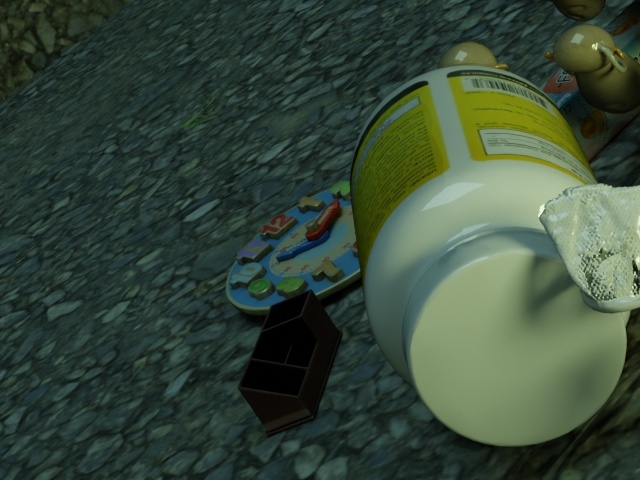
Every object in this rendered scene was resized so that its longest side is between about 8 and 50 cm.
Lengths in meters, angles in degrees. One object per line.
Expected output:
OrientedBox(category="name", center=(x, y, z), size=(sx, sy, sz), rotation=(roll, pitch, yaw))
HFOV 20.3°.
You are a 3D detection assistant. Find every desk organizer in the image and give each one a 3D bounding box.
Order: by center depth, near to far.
OrientedBox(category="desk organizer", center=(-0.025, 0.099, 1.480), size=(0.047, 0.050, 0.130), rotation=(-23, 22, 23))

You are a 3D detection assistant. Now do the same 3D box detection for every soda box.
OrientedBox(category="soda box", center=(0.263, -0.146, 1.605), size=(0.183, 0.063, 0.058), rotation=(-42, 25, -25))

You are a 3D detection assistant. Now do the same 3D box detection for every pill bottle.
OrientedBox(category="pill bottle", center=(0.120, 0.007, 1.287), size=(0.188, 0.188, 0.334), rotation=(-29, 21, 10))

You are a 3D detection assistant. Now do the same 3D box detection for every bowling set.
OrientedBox(category="bowling set", center=(0.233, -0.202, 1.447), size=(0.287, 0.199, 0.154), rotation=(-2, -11, 22))

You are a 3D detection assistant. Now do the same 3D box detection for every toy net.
OrientedBox(category="toy net", center=(0.227, 0.052, 1.071), size=(0.232, 0.045, 0.122), rotation=(31, 87, 23))

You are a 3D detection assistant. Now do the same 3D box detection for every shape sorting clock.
OrientedBox(category="shape sorting clock", center=(0.000, 0.000, 1.683), size=(0.206, 0.040, 0.206), rotation=(-28, 21, 12))
